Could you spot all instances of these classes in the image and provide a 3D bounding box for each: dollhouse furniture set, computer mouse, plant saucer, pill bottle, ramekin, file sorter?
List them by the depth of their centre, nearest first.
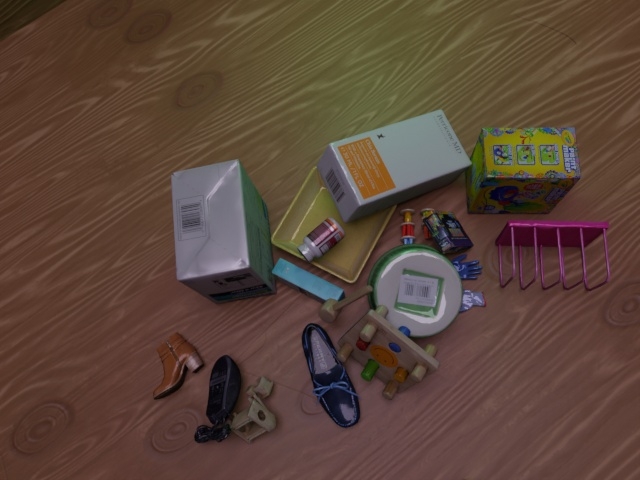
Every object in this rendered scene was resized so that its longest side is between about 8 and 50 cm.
[{"bbox_3d":[0.299,0.160,1.664,0.303,0.148,0.303,0,89,4],"label":"ramekin"},{"bbox_3d":[0.723,0.057,1.669,0.290,0.202,0.182,1,73,7],"label":"file sorter"},{"bbox_3d":[-0.307,0.502,1.681,0.188,0.072,0.272,-26,48,44],"label":"computer mouse"},{"bbox_3d":[-0.222,0.551,1.693,0.101,0.161,0.182,42,123,-15],"label":"dollhouse furniture set"},{"bbox_3d":[0.000,0.000,1.748,0.152,0.086,0.086,-40,71,-8],"label":"pill bottle"},{"bbox_3d":[0.049,-0.052,1.848,0.332,0.081,0.333,26,76,15],"label":"plant saucer"}]

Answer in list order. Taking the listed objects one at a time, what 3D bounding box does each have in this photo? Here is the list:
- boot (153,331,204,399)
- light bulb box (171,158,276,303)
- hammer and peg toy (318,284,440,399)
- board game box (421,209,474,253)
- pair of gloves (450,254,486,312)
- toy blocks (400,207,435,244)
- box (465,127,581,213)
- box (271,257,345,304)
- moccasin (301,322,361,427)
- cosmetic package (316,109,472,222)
[{"bbox_3d":[-0.502,0.414,1.757,0.197,0.073,0.152,-39,72,-20],"label":"boot"},{"bbox_3d":[-0.303,-0.011,1.725,0.225,0.361,0.358,-10,70,5],"label":"light bulb box"},{"bbox_3d":[0.153,0.302,1.585,0.361,0.266,0.127,39,53,3],"label":"hammer and peg toy"},{"bbox_3d":[0.421,-0.029,1.753,0.048,0.170,0.141,-41,67,31],"label":"board game box"},{"bbox_3d":[0.463,0.143,1.764,0.159,0.023,0.198,-3,72,4],"label":"pair of gloves"},{"bbox_3d":[0.336,-0.033,1.821,0.123,0.054,0.148,-1,71,7],"label":"toy blocks"},{"bbox_3d":[0.640,-0.220,1.722,0.279,0.290,0.177,0,71,5],"label":"box"},{"bbox_3d":[-0.039,0.148,1.778,0.244,0.100,0.060,26,75,14],"label":"box"},{"bbox_3d":[0.014,0.423,1.667,0.137,0.117,0.342,-28,70,-4],"label":"moccasin"},{"bbox_3d":[0.244,-0.250,1.764,0.453,0.161,0.230,-22,78,-23],"label":"cosmetic package"}]
